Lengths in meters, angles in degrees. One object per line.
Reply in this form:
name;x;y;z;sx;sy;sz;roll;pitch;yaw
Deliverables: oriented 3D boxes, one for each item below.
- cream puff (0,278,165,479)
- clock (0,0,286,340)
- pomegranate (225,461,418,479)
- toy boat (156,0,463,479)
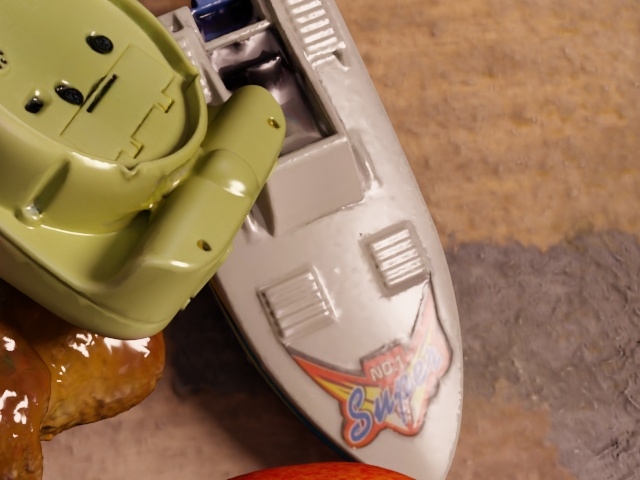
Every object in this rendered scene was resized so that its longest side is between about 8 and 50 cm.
cream puff;-0.203;0.017;0.813;0.269;0.155;0.241;33;40;-2
clock;-0.134;-0.069;0.787;0.232;0.069;0.170;36;35;-8
pomegranate;0.007;0.225;0.809;0.220;0.257;0.221;-10;127;-14
toy boat;0.000;0.000;0.922;0.129;0.088;0.295;-24;87;-18
